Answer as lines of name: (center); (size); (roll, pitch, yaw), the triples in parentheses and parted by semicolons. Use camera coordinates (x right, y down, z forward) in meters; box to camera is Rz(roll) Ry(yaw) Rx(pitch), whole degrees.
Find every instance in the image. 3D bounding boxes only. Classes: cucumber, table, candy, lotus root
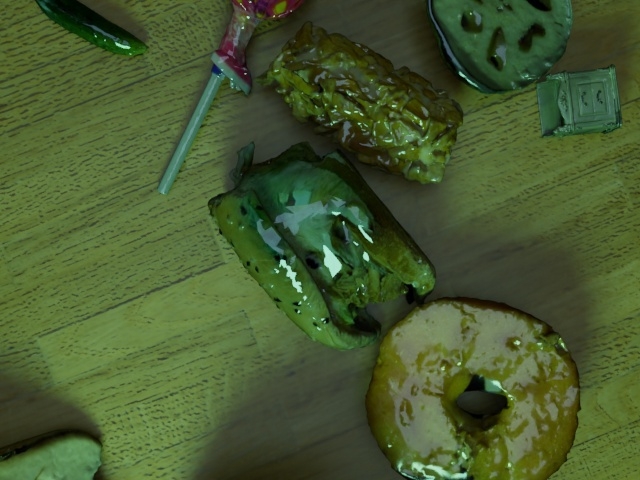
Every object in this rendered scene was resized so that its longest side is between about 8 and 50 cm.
cucumber: (-0.292, -0.269, 1.133); (0.168, 0.039, 0.039); (30, 88, -2)
table: (0.315, -0.168, 1.132); (0.083, 0.062, 0.079); (-6, 88, -1)
candy: (-0.115, -0.220, 1.115); (0.124, 0.124, 0.365); (26, 96, -1)
lotus root: (0.207, -0.278, 1.128); (0.183, 0.078, 0.203); (-14, 93, -13)

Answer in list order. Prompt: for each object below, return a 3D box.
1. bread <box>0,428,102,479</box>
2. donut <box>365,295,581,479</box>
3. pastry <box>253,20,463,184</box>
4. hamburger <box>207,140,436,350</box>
bread: (-0.362, 0.327, 1.029); (0.224, 0.211, 0.183); (-20, 82, 3)
donut: (0.179, 0.183, 1.094); (0.254, 0.118, 0.253); (0, 90, -4)
pastry: (0.045, -0.161, 1.085); (0.250, 0.102, 0.154); (26, 47, -5)
hamburger: (0.000, 0.000, 1.067); (0.168, 0.192, 0.288); (-39, 89, 8)
